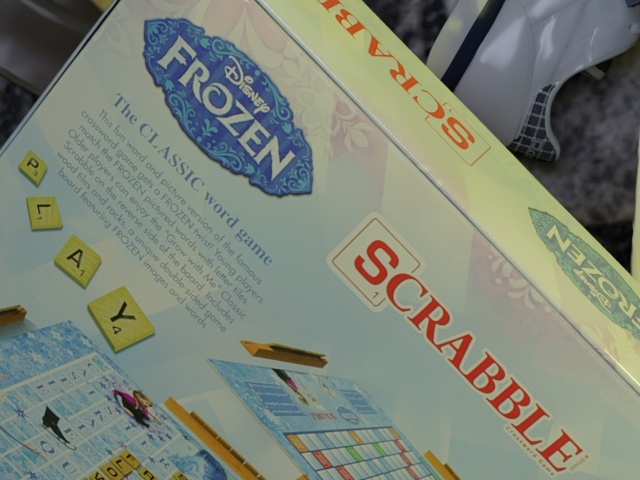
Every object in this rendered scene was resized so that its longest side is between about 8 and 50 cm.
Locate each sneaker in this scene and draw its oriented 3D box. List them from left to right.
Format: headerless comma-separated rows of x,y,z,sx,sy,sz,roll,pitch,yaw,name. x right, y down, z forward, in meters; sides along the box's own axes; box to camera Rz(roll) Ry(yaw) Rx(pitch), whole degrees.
0.151,-0.158,0.841,0.095,0.090,0.235,34,97,4,sneaker

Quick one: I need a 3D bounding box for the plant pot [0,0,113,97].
-0.136,-0.258,0.858,0.323,0.323,0.280,27,76,21,plant pot

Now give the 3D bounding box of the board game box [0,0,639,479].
-0.021,0.087,0.616,0.318,0.066,0.318,46,121,2,board game box

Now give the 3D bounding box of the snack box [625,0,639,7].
0.221,-0.239,0.764,0.207,0.070,0.174,-26,95,-5,snack box

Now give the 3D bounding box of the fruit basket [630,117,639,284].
0.292,-0.155,0.691,0.327,0.165,0.353,-3,92,-12,fruit basket
